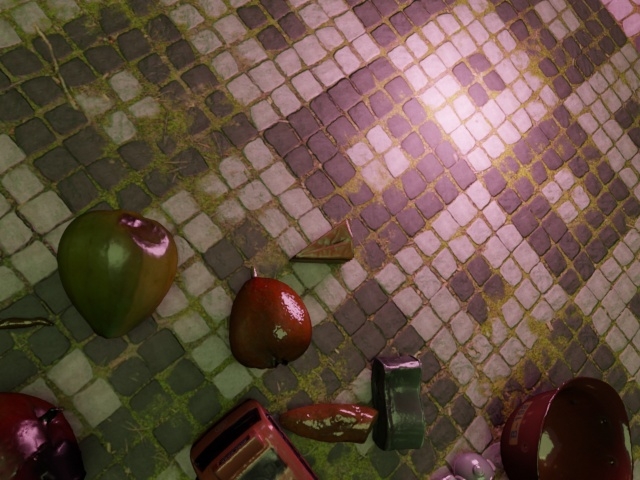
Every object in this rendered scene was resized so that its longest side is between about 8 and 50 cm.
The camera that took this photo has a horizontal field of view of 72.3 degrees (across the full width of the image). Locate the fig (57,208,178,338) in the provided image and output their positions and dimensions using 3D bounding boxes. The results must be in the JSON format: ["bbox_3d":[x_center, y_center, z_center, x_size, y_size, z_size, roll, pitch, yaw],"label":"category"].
[{"bbox_3d":[-0.432,0.069,0.926,0.239,0.239,0.272,10,79,-15],"label":"fig"}]

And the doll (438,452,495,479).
[{"bbox_3d":[0.341,0.658,1.115,0.287,0.151,0.151,-33,91,-27],"label":"doll"}]

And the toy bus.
[{"bbox_3d":[-0.087,0.568,0.938,0.203,0.233,0.427,-37,93,-20],"label":"toy bus"}]

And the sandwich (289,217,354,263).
[{"bbox_3d":[0.000,0.000,1.158,0.163,0.079,0.114,1,77,-16],"label":"sandwich"}]

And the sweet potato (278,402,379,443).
[{"bbox_3d":[0.025,0.444,1.066,0.251,0.097,0.097,7,78,-10],"label":"sweet potato"}]

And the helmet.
[{"bbox_3d":[0.621,0.552,1.168,0.337,0.230,0.385,40,62,-9],"label":"helmet"}]

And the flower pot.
[{"bbox_3d":[0.197,0.415,1.126,0.108,0.103,0.230,2,79,-16],"label":"flower pot"}]

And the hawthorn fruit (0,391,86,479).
[{"bbox_3d":[-0.587,0.433,0.782,0.315,0.316,0.317,3,79,-17],"label":"hawthorn fruit"}]

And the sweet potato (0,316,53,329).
[{"bbox_3d":[-0.643,0.178,0.948,0.114,0.026,0.026,-2,80,-23],"label":"sweet potato"}]

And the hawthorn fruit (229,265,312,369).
[{"bbox_3d":[-0.127,0.174,1.034,0.199,0.199,0.252,-12,73,-19],"label":"hawthorn fruit"}]
